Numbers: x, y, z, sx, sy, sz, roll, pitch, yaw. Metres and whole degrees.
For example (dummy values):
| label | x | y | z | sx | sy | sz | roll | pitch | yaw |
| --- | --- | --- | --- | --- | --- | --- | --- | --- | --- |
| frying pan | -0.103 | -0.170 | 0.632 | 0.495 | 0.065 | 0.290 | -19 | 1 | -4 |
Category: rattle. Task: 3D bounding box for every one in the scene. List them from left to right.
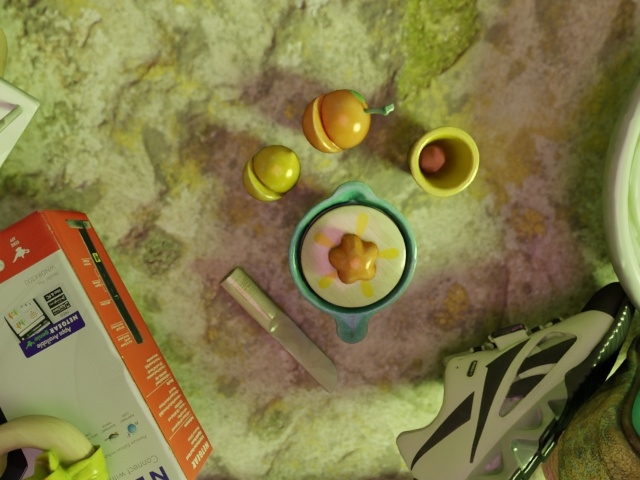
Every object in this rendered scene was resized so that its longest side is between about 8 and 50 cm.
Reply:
| label | x | y | z | sx | sy | sz | roll | pitch | yaw |
| --- | --- | --- | --- | --- | --- | --- | --- | --- | --- |
| rattle | -0.295 | 0.217 | 0.403 | 0.199 | 0.143 | 0.130 | 18 | 107 | -3 |

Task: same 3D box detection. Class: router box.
| label | x | y | z | sx | sy | sz | roll | pitch | yaw |
| --- | --- | --- | --- | --- | --- | --- | --- | --- | --- |
| router box | -0.332 | 0.177 | 0.512 | 0.335 | 0.082 | 0.301 | -29 | 89 | 4 |

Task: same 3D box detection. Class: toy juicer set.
| label | x | y | z | sx | sy | sz | roll | pitch | yaw |
| --- | --- | --- | --- | --- | --- | --- | --- | --- | --- |
| toy juicer set | 0.000 | 0.000 | 0.516 | 0.209 | 0.089 | 0.329 | 27 | 101 | -8 |

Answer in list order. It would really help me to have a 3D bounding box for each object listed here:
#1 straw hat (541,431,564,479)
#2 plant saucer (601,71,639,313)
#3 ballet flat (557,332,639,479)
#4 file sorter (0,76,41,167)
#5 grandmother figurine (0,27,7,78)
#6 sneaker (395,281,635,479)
| label | x | y | z | sx | sy | sz | roll | pitch | yaw |
| --- | --- | --- | --- | --- | --- | --- | --- | --- | --- |
| straw hat | 0.349 | 0.273 | 0.604 | 0.061 | 0.144 | 0.144 | -14 | 107 | -41 |
| plant saucer | 0.466 | -0.070 | 0.515 | 0.400 | 0.100 | 0.400 | -1 | 102 | -4 |
| ballet flat | 0.339 | 0.175 | 0.508 | 0.348 | 0.123 | 0.123 | -11 | 108 | -45 |
| file sorter | -0.371 | -0.026 | 0.336 | 0.193 | 0.173 | 0.278 | 33 | 99 | -30 |
| grandmother figurine | -0.463 | -0.213 | 0.394 | 0.342 | 0.104 | 0.208 | 9 | 143 | -16 |
| sneaker | 0.215 | 0.143 | 0.545 | 0.330 | 0.146 | 0.122 | -40 | 135 | -17 |
